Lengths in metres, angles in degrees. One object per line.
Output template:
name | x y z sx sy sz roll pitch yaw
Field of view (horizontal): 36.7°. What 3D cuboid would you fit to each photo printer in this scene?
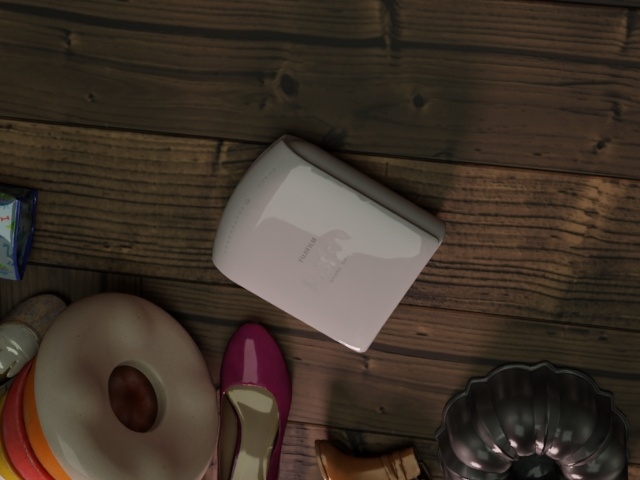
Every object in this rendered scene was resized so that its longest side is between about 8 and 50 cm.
photo printer | 0.000 0.000 1.490 0.307 0.107 0.256 31 113 -6

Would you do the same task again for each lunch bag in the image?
lunch bag | -0.536 -0.016 1.560 0.128 0.096 0.151 10 104 3

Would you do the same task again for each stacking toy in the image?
stacking toy | -0.439 0.320 1.607 0.479 0.351 0.351 -27 107 32

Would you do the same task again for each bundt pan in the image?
bundt pan | 0.353 0.370 1.590 0.330 0.124 0.331 2 112 6

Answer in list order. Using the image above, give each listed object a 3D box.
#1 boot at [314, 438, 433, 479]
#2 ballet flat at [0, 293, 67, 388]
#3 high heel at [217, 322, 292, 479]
boot | 0.092 0.388 1.661 0.152 0.073 0.197 -28 118 18
ballet flat | -0.550 0.211 1.649 0.316 0.106 0.107 -40 102 20
high heel | -0.118 0.333 1.602 0.127 0.181 0.378 0 112 7
